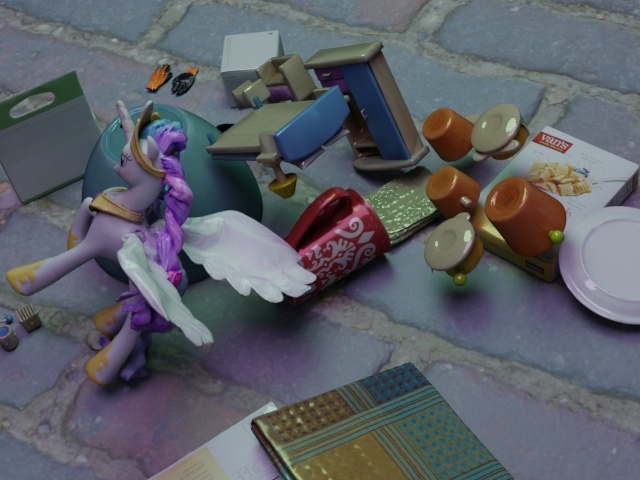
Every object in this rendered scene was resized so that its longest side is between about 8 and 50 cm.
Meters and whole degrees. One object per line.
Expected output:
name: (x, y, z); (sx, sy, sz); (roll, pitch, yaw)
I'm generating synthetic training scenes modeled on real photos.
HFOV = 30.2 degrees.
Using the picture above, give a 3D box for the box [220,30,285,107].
box: (-0.115, -0.299, 2.070); (0.102, 0.087, 0.101); (-4, 49, 7)

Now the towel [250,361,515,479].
towel: (0.110, 0.316, 1.490); (0.271, 0.040, 0.370); (-15, 44, -29)

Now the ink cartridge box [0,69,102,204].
ink cartridge box: (-0.451, -0.178, 1.933); (0.171, 0.235, 0.056); (-26, 53, -11)

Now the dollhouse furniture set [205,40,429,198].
dollhouse furniture set: (-0.038, -0.137, 1.820); (0.286, 0.198, 0.303); (1, 35, 47)

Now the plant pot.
plant pot: (-0.251, -0.098, 1.853); (0.290, 0.195, 0.290); (-6, 49, 7)

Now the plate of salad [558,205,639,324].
plate of salad: (0.439, 0.038, 1.697); (0.200, 0.048, 0.200); (0, 56, 0)

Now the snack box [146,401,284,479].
snack box: (-0.143, 0.365, 1.524); (0.322, 0.060, 0.187); (-31, 51, -16)

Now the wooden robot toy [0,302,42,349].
wooden robot toy: (-0.513, 0.132, 1.783); (0.173, 0.079, 0.076); (-16, 49, -2)

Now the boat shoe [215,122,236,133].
boat shoe: (-0.114, -0.171, 1.993); (0.133, 0.042, 0.049); (5, 49, 13)

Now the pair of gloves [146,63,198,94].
pair of gloves: (-0.268, -0.292, 2.144); (0.083, 0.010, 0.074); (12, 52, 16)

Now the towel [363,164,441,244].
towel: (0.133, -0.055, 1.855); (0.148, 0.027, 0.110); (-32, 51, -15)

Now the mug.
mug: (-0.003, -0.001, 1.763); (0.169, 0.150, 0.113); (-34, 24, -12)

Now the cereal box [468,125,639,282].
cereal box: (0.347, -0.062, 1.805); (0.173, 0.047, 0.240); (29, 61, 31)

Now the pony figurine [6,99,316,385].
pony figurine: (-0.235, 0.031, 1.640); (0.351, 0.363, 0.303); (47, 32, 11)

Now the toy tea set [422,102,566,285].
toy tea set: (0.254, -0.079, 1.759); (0.200, 0.124, 0.336); (-29, 43, 30)
